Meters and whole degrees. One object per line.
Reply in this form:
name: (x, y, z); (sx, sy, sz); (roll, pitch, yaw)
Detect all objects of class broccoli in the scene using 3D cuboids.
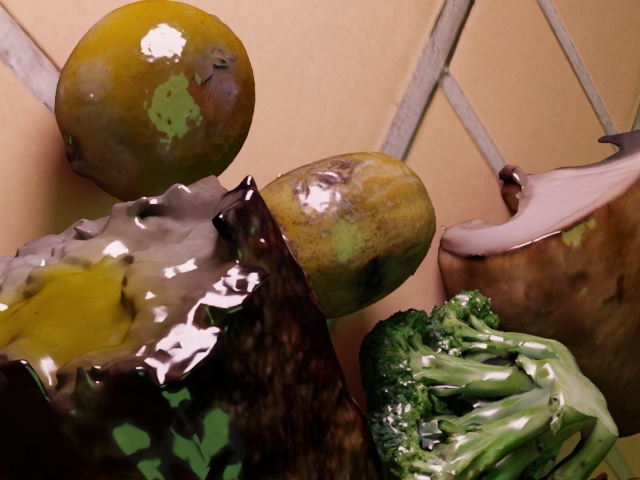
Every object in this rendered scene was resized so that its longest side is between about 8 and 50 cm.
broccoli: (0.158, 0.197, 1.152); (0.294, 0.245, 0.265); (60, 20, 19)

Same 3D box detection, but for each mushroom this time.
mushroom: (0.323, 0.110, 1.393); (0.313, 0.224, 0.397); (-41, 119, -49)

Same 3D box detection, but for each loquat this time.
loquat: (-0.124, -0.113, 0.904); (0.195, 0.152, 0.152); (-47, 123, -34)

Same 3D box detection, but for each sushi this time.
sushi: (-0.130, 0.143, 0.756); (0.281, 0.299, 0.294); (-71, 144, -61)

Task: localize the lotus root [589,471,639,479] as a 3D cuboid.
lotus root: (0.359, 0.399, 1.426); (0.272, 0.192, 0.272); (-8, 112, -20)

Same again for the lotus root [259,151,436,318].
lotus root: (0.002, 0.001, 1.059); (0.278, 0.154, 0.154); (-17, 100, -47)
